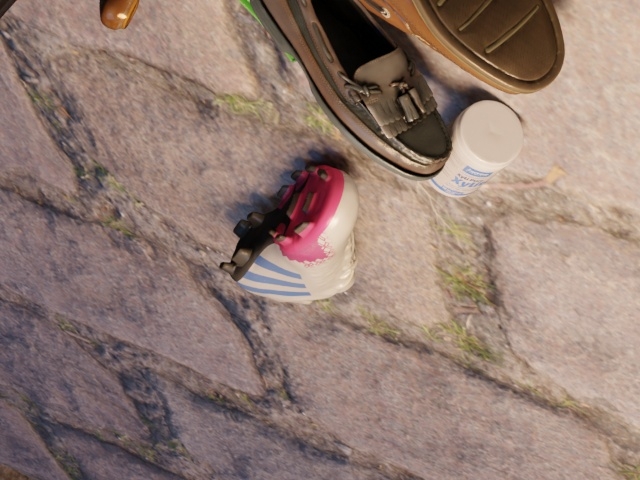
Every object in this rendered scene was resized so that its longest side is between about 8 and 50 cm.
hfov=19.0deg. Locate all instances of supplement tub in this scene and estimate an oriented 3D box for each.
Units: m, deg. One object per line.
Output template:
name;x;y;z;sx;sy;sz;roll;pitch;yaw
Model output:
supplement tub;0.150;-0.090;1.905;0.071;0.071;0.107;38;156;-4

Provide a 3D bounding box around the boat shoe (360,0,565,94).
boat shoe;0.087;-0.242;1.695;0.307;0.111;0.104;44;162;-3

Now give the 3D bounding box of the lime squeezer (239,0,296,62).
lime squeezer;-0.141;-0.273;1.931;0.310;0.110;0.059;15;149;-32

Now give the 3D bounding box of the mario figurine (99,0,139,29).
mario figurine;-0.342;-0.315;2.007;0.320;0.170;0.198;26;120;4

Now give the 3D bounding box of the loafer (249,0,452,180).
loafer;0.035;-0.175;1.846;0.267;0.096;0.084;49;141;5

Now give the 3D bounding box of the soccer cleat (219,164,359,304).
soccer cleat;0.000;0.000;2.234;0.143;0.116;0.331;25;160;-15

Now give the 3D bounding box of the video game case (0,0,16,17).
video game case;-0.532;-0.284;2.215;0.275;0.248;0.035;36;154;-1
